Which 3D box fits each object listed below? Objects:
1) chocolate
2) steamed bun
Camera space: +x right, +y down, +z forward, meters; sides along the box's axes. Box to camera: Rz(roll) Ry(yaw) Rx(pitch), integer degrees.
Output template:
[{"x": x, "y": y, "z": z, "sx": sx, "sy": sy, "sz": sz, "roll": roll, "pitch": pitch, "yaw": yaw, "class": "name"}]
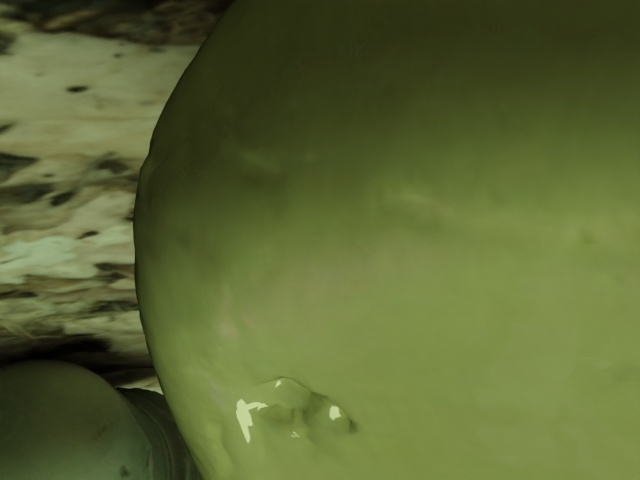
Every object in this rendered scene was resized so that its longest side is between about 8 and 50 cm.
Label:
[{"x": -0.180, "y": 0.147, "z": 0.956, "sx": 0.221, "sy": 0.221, "sz": 0.147, "roll": -15, "pitch": 132, "yaw": 15, "class": "chocolate"}, {"x": 0.113, "y": -0.001, "z": 0.492, "sx": 0.334, "sy": 0.233, "sz": 0.312, "roll": 4, "pitch": 136, "yaw": 17, "class": "steamed bun"}]
